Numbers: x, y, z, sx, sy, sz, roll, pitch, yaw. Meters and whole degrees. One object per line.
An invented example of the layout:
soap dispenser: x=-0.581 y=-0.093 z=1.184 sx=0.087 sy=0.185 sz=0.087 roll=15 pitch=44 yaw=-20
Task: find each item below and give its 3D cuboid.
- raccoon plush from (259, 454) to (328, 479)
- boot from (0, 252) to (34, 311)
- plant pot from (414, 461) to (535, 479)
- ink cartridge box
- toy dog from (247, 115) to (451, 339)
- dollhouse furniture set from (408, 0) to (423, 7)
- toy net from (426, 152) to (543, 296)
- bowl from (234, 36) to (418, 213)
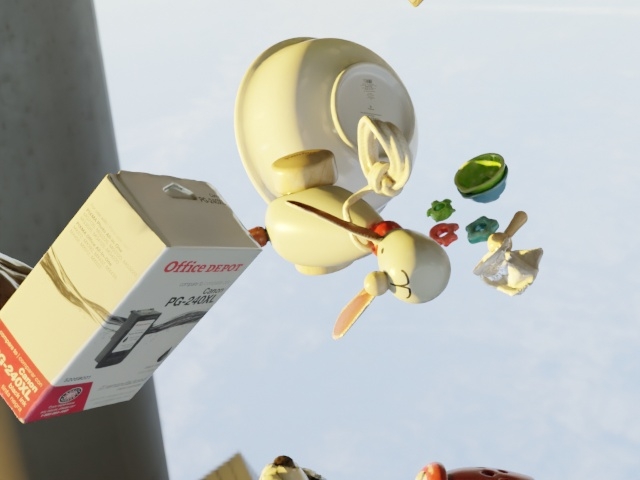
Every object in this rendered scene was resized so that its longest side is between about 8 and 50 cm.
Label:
raccoon plush: x=-0.079 y=0.464 z=1.128 sx=0.216 sy=0.446 sz=0.299 roll=22 pitch=-165 yaw=14
boot: x=-0.308 y=0.032 z=0.863 sx=0.248 sy=0.090 sz=0.207 roll=39 pitch=-166 yaw=37
plant pot: x=0.220 y=0.428 z=1.505 sx=0.174 sy=0.191 sz=0.191 roll=15 pitch=-155 yaw=-3
ink cartridge box: x=-0.123 y=0.035 z=0.621 sx=0.063 sy=0.150 sz=0.109 roll=49 pitch=-161 yaw=19
toy dog: x=0.000 y=0.000 z=1.162 sx=0.161 sy=0.220 sz=0.334 roll=-24 pitch=-177 yaw=-18
dollhouse furniture set: x=0.089 y=-0.383 z=1.338 sx=0.151 sy=0.197 sz=0.301 roll=50 pitch=-145 yaw=5
toy net: x=0.185 y=-0.013 z=1.178 sx=0.122 sy=0.045 sz=0.232 roll=-25 pitch=-148 yaw=12
bowl: x=0.038 y=-0.163 z=1.411 sx=0.298 sy=0.297 sz=0.134 roll=-24 pitch=-175 yaw=-37
